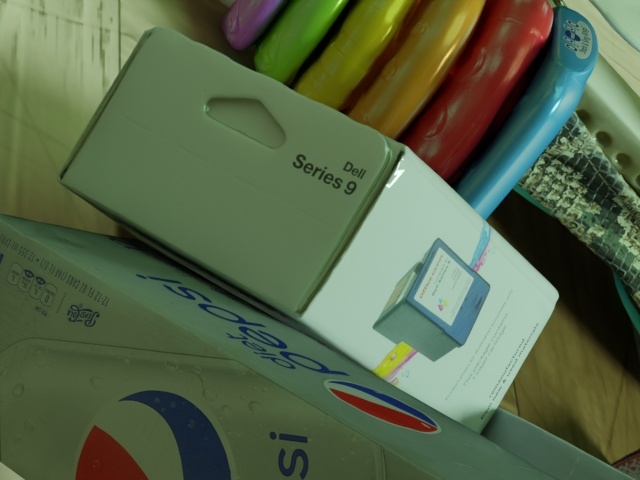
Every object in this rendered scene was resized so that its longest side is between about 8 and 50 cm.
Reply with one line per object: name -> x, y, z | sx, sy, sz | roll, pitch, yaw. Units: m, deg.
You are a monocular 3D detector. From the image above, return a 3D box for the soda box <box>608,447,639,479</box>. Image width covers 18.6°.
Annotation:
soda box -> 0.240, 0.214, 1.224 | 0.063, 0.058, 0.183 | -12, 72, -59

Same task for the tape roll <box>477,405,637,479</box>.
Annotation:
tape roll -> 0.159, 0.167, 1.010 | 0.219, 0.072, 0.219 | 30, -5, 3

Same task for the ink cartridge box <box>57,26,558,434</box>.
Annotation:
ink cartridge box -> 0.000, 0.000, 0.926 | 0.154, 0.093, 0.212 | 28, -7, 31

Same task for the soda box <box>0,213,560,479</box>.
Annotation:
soda box -> -0.030, 0.084, 0.765 | 0.286, 0.091, 0.098 | 28, 9, 36

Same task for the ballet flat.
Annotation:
ballet flat -> 0.233, -0.040, 1.339 | 0.483, 0.182, 0.164 | 46, 30, -18

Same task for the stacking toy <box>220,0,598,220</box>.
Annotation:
stacking toy -> 0.001, -0.138, 1.159 | 0.302, 0.166, 0.175 | 35, 23, -7
